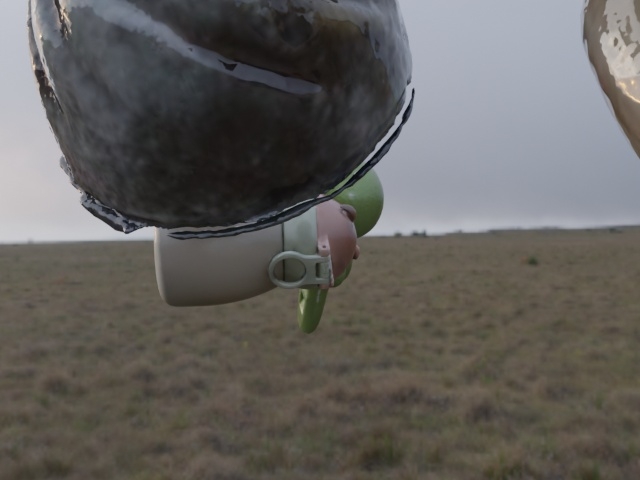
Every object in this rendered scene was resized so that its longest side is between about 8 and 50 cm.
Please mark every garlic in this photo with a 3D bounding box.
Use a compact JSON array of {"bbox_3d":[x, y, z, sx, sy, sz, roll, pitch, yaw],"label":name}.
[{"bbox_3d":[0.154,-0.082,0.342,0.087,0.101,0.195,-19,9,31],"label":"garlic"}]

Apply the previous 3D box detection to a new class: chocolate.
[{"bbox_3d":[-0.090,-0.174,0.622,0.303,0.303,0.213,0,-41,16],"label":"chocolate"}]

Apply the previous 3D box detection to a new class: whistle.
[{"bbox_3d":[-0.009,-0.003,1.185,0.141,0.294,0.141,21,27,-11],"label":"whistle"}]

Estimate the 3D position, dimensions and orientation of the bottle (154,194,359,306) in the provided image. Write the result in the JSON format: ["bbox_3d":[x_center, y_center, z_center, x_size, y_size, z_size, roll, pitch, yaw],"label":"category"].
[{"bbox_3d":[-0.070,0.001,1.031,0.236,0.148,0.147,-2,0,-3],"label":"bottle"}]
